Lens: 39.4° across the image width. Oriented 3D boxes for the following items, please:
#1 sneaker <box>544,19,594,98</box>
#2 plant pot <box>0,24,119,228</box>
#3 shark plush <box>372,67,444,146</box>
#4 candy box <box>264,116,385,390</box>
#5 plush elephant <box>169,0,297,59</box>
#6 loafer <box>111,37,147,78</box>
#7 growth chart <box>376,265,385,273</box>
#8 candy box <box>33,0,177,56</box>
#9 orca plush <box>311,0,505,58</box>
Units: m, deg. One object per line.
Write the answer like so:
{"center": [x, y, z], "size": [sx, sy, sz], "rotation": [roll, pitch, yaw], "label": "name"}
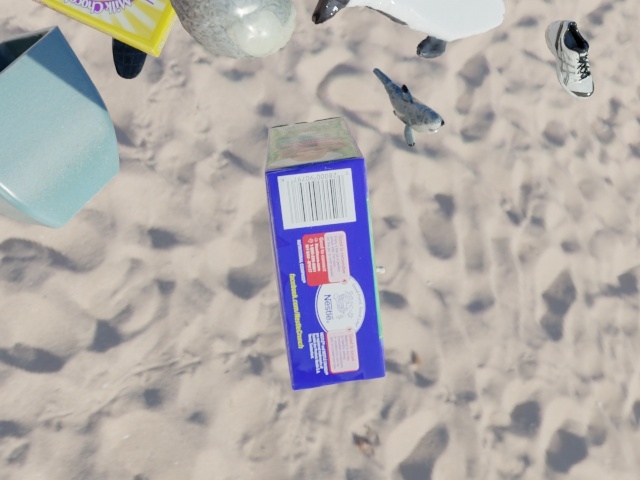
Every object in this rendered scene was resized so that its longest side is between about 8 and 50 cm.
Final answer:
{"center": [0.248, -0.176, 0.874], "size": [0.032, 0.037, 0.083], "rotation": [-34, 104, -16], "label": "sneaker"}
{"center": [-0.470, -0.158, 1.428], "size": [0.248, 0.247, 0.252], "rotation": [-50, 121, -23], "label": "plant pot"}
{"center": [0.147, -0.232, 1.465], "size": [0.067, 0.073, 0.161], "rotation": [73, -9, -63], "label": "shark plush"}
{"center": [0.000, 0.000, 1.140], "size": [0.317, 0.122, 0.268], "rotation": [-104, -172, -73], "label": "candy box"}
{"center": [0.051, -0.274, 0.484], "size": [0.255, 0.330, 0.272], "rotation": [8, 34, -39], "label": "plush elephant"}
{"center": [-0.300, -0.341, 1.449], "size": [0.062, 0.061, 0.170], "rotation": [7, 88, -2], "label": "loafer"}
{"center": [0.029, -0.037, 1.736], "size": [0.172, 0.021, 0.237], "rotation": [1, 59, -57], "label": "growth chart"}
{"center": [-0.227, -0.266, 0.861], "size": [0.206, 0.027, 0.105], "rotation": [24, 89, 3], "label": "candy box"}
{"center": [0.110, -0.323, 1.200], "size": [0.287, 0.102, 0.151], "rotation": [-17, 121, -25], "label": "orca plush"}
